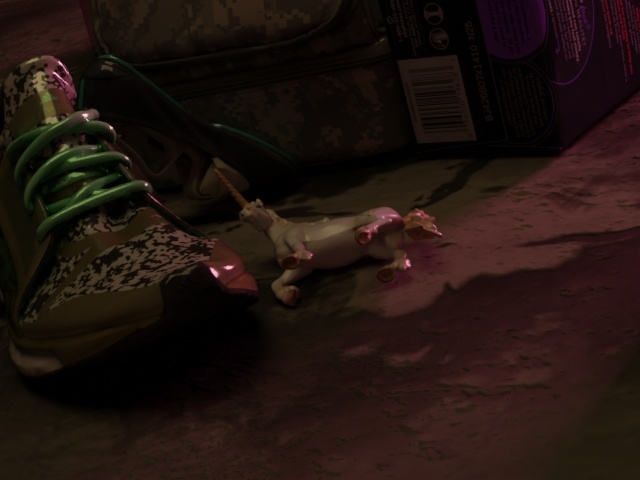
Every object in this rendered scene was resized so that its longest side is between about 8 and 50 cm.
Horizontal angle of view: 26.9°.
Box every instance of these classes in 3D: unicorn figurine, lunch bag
[{"bbox_3d":[0.000,0.000,0.914,0.162,0.060,0.111,3,20,2],"label":"unicorn figurine"},{"bbox_3d":[-0.053,-0.204,1.200,0.305,0.256,0.212,-6,21,24],"label":"lunch bag"}]

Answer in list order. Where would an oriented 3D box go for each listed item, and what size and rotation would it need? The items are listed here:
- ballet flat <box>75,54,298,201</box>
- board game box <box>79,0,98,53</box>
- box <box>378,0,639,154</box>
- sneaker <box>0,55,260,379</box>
[{"bbox_3d":[-0.112,-0.074,1.086,0.074,0.203,0.074,-40,34,35],"label":"ballet flat"},{"bbox_3d":[-0.267,-0.368,1.833,0.064,0.242,0.316,-21,21,-22],"label":"board game box"},{"bbox_3d":[0.188,-0.195,1.135,0.143,0.165,0.270,1,25,39],"label":"box"},{"bbox_3d":[-0.180,-0.031,0.923,0.158,0.182,0.410,-23,21,-23],"label":"sneaker"}]
